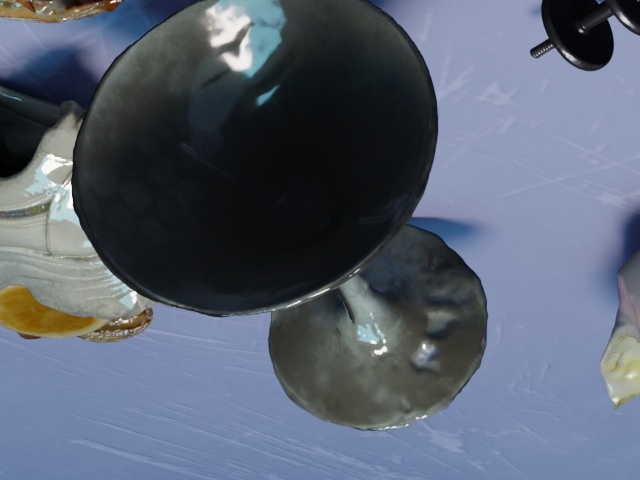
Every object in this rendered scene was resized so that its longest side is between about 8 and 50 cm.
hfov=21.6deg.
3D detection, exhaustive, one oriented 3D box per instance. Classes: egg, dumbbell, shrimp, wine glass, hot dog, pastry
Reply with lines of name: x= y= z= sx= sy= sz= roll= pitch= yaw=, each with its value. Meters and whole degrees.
egg: x=0.349 y=0.055 z=1.493 sx=0.206 sy=0.161 sz=0.271 roll=-29 pitch=-171 yaw=-6
dumbbell: x=0.200 y=-0.161 z=1.169 sx=0.069 sy=0.069 sz=0.147 roll=21 pitch=147 yaw=-32
shrimp: x=-0.203 y=-0.190 z=1.189 sx=0.188 sy=0.051 sz=0.132 roll=2 pitch=173 yaw=13
wine glass: x=0.000 y=0.000 z=1.334 sx=0.267 sy=0.267 sz=0.406 roll=-4 pitch=158 yaw=14
hot dog: x=-0.238 y=0.069 z=1.681 sx=0.140 sy=0.060 sz=0.090 roll=6 pitch=149 yaw=2
pastry: x=-0.257 y=0.029 z=1.569 sx=0.156 sy=0.092 sz=0.156 roll=0 pitch=155 yaw=0

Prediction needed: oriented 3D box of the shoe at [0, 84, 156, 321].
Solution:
shoe: x=-0.288 y=-0.055 z=1.380 sx=0.342 sy=0.132 sz=0.210 roll=5 pitch=136 yaw=26
